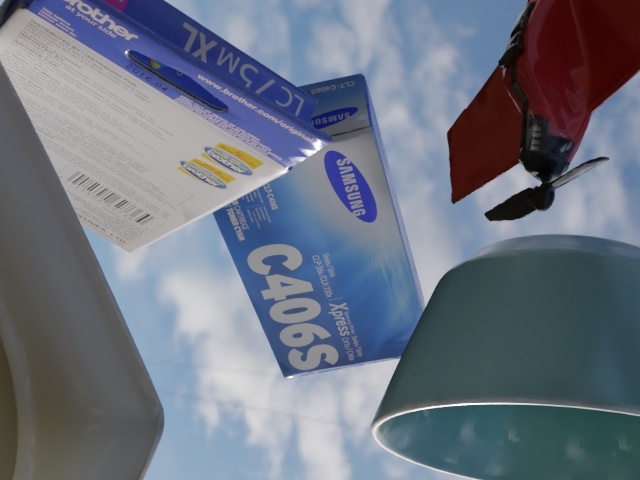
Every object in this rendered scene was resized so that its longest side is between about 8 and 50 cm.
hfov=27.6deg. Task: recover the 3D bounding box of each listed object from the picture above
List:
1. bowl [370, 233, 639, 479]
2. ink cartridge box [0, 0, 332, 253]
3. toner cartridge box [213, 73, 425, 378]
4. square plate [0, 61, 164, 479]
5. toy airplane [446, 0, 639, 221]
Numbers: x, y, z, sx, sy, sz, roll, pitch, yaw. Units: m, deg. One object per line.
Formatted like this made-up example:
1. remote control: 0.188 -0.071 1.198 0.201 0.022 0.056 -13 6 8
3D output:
1. bowl: 0.203 0.101 1.087 0.311 0.311 0.163 140 -40 -62
2. ink cartridge box: -0.132 -0.085 0.830 0.311 0.186 0.065 -19 -136 60
3. toner cartridge box: 0.000 0.000 1.268 0.348 0.165 0.075 70 10 -49
4. square plate: -0.217 0.085 0.766 0.347 0.049 0.344 57 -43 35
5. toy airplane: 0.069 -0.074 0.363 0.151 0.028 0.151 -57 -160 34
